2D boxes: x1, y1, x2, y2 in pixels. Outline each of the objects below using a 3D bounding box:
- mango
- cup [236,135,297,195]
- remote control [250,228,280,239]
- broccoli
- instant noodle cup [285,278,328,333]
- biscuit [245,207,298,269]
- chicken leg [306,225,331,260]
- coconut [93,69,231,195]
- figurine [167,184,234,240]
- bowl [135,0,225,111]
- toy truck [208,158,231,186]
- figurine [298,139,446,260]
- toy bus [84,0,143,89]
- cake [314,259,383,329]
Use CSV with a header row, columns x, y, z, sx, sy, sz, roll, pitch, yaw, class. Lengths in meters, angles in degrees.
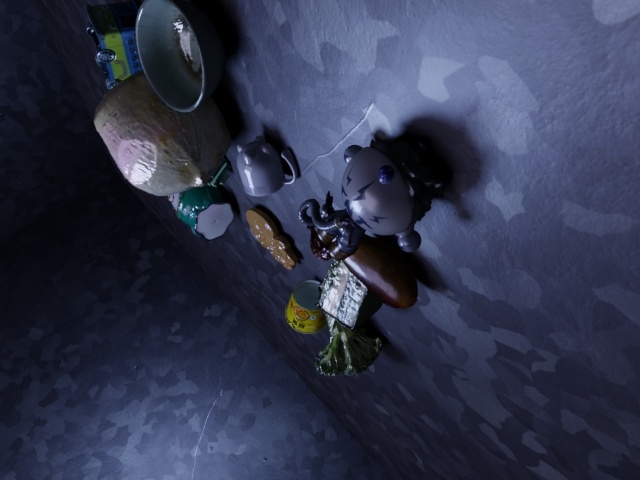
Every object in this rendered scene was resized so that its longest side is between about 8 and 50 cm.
x,y,z,sx,sy,sz,roll,pitch,yaw,class
0.153,0.066,1.217,0.267,0.111,0.133,42,130,17,mango
-0.171,-0.221,1.392,0.173,0.134,0.142,35,149,38,cup
-0.227,-0.023,1.918,0.245,0.022,0.077,6,128,58,remote control
0.086,0.286,1.636,0.221,0.252,0.362,12,101,51,broccoli
-0.042,0.244,1.785,0.182,0.182,0.144,41,146,24,instant noodle cup
-0.195,-0.005,1.813,0.289,0.044,0.202,53,155,5,biscuit
0.000,0.007,1.441,0.219,0.048,0.090,-141,60,-68,chicken leg
-0.473,-0.321,1.496,0.404,0.404,0.405,41,154,25,coconut
-0.536,-0.175,2.051,0.340,0.231,0.324,47,133,33,figurine
-0.355,-0.510,1.262,0.289,0.146,0.289,23,129,31,bowl
-0.446,-0.290,1.856,0.259,0.128,0.135,27,172,42,toy truck
0.116,-0.076,1.015,0.261,0.186,0.382,45,152,3,figurine
-0.694,-0.670,1.636,0.152,0.190,0.312,64,160,16,toy bus
0.124,0.098,1.409,0.158,0.172,0.284,31,116,30,cake
